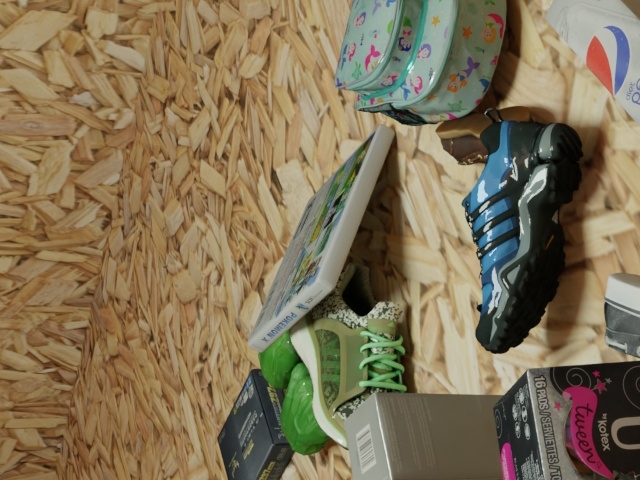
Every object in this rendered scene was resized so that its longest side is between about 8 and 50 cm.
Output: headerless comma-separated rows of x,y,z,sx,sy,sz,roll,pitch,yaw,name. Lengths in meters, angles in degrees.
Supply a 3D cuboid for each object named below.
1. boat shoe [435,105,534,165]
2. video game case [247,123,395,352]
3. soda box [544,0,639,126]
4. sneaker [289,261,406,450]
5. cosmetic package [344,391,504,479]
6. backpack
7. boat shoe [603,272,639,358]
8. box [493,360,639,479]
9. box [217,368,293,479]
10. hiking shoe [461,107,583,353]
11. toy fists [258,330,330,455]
0.238,-0.140,1.679,0.073,0.073,0.207,59,164,-15,boat shoe
0.000,0.000,2.022,0.300,0.036,0.329,-45,19,55,video game case
0.367,-0.213,1.367,0.286,0.098,0.091,-116,38,-45,soda box
0.072,0.183,1.902,0.182,0.158,0.410,-61,36,27,sneaker
0.163,0.272,1.578,0.107,0.238,0.127,-50,40,48,cosmetic package
0.147,-0.285,1.748,0.253,0.191,0.225,10,86,60,backpack
0.390,0.115,1.268,0.301,0.108,0.102,-152,68,-65,boat shoe
0.284,0.267,1.277,0.163,0.142,0.247,105,160,-67,box
-0.127,0.394,2.382,0.233,0.059,0.183,-64,35,39,box
0.241,-0.008,1.558,0.132,0.113,0.304,17,93,36,hiking shoe
-0.032,0.238,2.167,0.142,0.096,0.279,104,153,-44,toy fists
